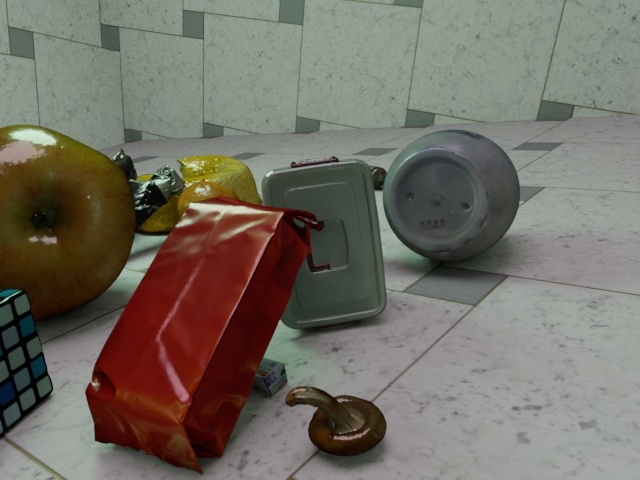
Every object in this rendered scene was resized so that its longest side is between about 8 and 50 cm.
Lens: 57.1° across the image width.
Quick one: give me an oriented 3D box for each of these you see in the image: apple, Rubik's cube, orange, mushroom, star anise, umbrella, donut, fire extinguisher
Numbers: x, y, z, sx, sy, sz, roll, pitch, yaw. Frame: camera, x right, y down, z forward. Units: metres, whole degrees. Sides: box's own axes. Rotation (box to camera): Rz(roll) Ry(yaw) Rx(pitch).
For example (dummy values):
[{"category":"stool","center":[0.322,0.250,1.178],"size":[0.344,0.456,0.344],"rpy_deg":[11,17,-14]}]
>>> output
[{"category":"apple","center":[-0.565,-0.038,1.181],"size":[0.334,0.400,0.400],"rpy_deg":[-20,5,43]},{"category":"Rubik's cube","center":[-0.533,0.186,0.845],"size":[0.182,0.186,0.184],"rpy_deg":[-2,16,16]},{"category":"orange","center":[-0.297,-0.080,1.586],"size":[0.178,0.155,0.177],"rpy_deg":[23,-14,6]},{"category":"mushroom","center":[0.012,0.216,0.711],"size":[0.130,0.072,0.088],"rpy_deg":[25,32,-10]},{"category":"star anise","center":[-0.625,-0.117,1.712],"size":[0.118,0.331,0.331],"rpy_deg":[28,7,-22]},{"category":"umbrella","center":[-0.500,-0.065,1.530],"size":[0.113,0.106,0.357],"rpy_deg":[6,48,43]},{"category":"donut","center":[-0.373,-0.160,1.851],"size":[0.378,0.163,0.435],"rpy_deg":[2,20,23]},{"category":"fire extinguisher","center":[0.183,-0.213,1.939],"size":[0.106,0.075,0.252],"rpy_deg":[-19,21,-32]}]

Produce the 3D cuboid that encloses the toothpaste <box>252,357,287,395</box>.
[{"category":"toothpaste","center":[-0.140,0.192,0.905],"size":[0.197,0.040,0.047],"rpy_deg":[7,27,36]}]

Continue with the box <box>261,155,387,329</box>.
[{"category":"box","center":[0.000,0.000,1.065],"size":[0.194,0.293,0.167],"rpy_deg":[-8,8,-6]}]

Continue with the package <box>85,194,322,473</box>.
[{"category":"package","center":[-0.154,0.092,0.820],"size":[0.196,0.123,0.423],"rpy_deg":[7,56,29]}]

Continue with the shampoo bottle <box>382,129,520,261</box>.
[{"category":"shampoo bottle","center":[0.282,-0.098,1.250],"size":[0.273,0.272,0.266],"rpy_deg":[3,12,29]}]
